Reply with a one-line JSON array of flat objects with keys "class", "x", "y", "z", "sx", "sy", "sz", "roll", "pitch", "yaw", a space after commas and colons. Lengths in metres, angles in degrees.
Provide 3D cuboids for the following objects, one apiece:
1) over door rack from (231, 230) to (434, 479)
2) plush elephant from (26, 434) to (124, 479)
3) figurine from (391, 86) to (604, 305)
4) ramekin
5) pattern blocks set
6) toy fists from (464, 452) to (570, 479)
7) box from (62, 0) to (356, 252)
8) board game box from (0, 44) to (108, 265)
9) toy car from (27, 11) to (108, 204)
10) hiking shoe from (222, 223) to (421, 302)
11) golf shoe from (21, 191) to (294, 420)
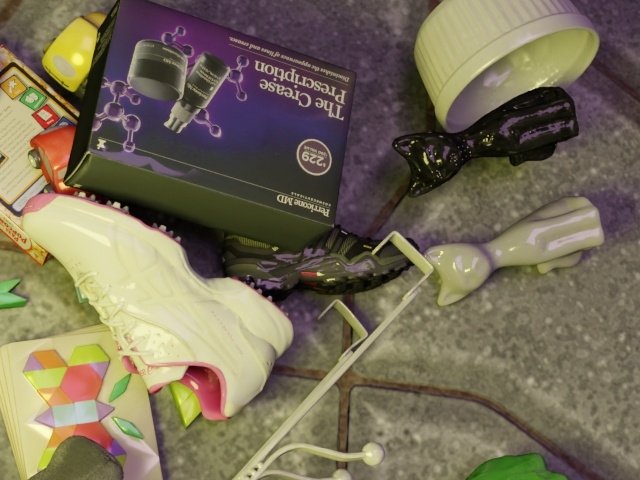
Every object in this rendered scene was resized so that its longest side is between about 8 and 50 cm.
[{"class": "over door rack", "x": 0.005, "y": 0.175, "z": 1.390, "sx": 0.108, "sy": 0.239, "sz": 0.324, "roll": 33, "pitch": 64, "yaw": -2}, {"class": "plush elephant", "x": -0.251, "y": 0.376, "z": 1.228, "sx": 0.272, "sy": 0.255, "sz": 0.330, "roll": 32, "pitch": 29, "yaw": 26}, {"class": "figurine", "x": 0.198, "y": -0.046, "z": 1.609, "sx": 0.209, "sy": 0.092, "sz": 0.214, "roll": -18, "pitch": 100, "yaw": -17}, {"class": "ramekin", "x": 0.207, "y": -0.222, "z": 1.639, "sx": 0.207, "sy": 0.207, "sz": 0.109, "roll": -18, "pitch": 68, "yaw": -24}, {"class": "pattern blocks set", "x": -0.244, "y": 0.177, "z": 1.423, "sx": 0.285, "sy": 0.026, "sz": 0.324, "roll": -22, "pitch": 78, "yaw": -25}, {"class": "toy fists", "x": 0.222, "y": 0.363, "z": 1.476, "sx": 0.142, "sy": 0.096, "sz": 0.279, "roll": -10, "pitch": 75, "yaw": -12}, {"class": "box", "x": -0.109, "y": -0.116, "z": 1.444, "sx": 0.261, "sy": 0.103, "sz": 0.184, "roll": 16, "pitch": 69, "yaw": -19}, {"class": "board game box", "x": -0.314, "y": -0.091, "z": 1.491, "sx": 0.193, "sy": 0.045, "sz": 0.147, "roll": 42, "pitch": 63, "yaw": 0}, {"class": "toy car", "x": -0.316, "y": -0.157, "z": 1.459, "sx": 0.225, "sy": 0.053, "sz": 0.239, "roll": 12, "pitch": 66, "yaw": -15}, {"class": "hiking shoe", "x": 0.000, "y": 0.000, "z": 1.542, "sx": 0.227, "sy": 0.086, "sz": 0.114, "roll": -6, "pitch": 75, "yaw": -20}, {"class": "golf shoe", "x": -0.173, "y": 0.066, "z": 1.412, "sx": 0.306, "sy": 0.115, "sz": 0.140, "roll": 32, "pitch": 65, "yaw": -13}]
